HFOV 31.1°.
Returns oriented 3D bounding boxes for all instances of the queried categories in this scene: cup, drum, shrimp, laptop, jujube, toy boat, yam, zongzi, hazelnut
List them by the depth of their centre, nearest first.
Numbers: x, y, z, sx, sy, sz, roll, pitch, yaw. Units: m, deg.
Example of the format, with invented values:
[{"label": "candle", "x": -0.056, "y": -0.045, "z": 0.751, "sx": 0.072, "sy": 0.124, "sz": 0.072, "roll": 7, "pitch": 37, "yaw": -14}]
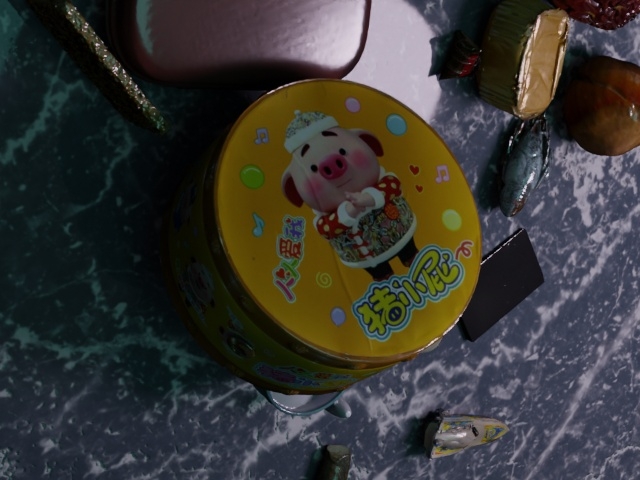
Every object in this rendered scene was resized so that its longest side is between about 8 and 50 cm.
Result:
[{"label": "drum", "x": 0.000, "y": 0.000, "z": 1.614, "sx": 0.431, "sy": 0.214, "sz": 0.431, "roll": 10, "pitch": 66, "yaw": -25}, {"label": "cup", "x": -0.052, "y": 0.164, "z": 1.784, "sx": 0.167, "sy": 0.173, "sz": 0.299, "roll": -43, "pitch": 122, "yaw": -12}, {"label": "zongzi", "x": 0.238, "y": -0.292, "z": 1.899, "sx": 0.073, "sy": 0.067, "sz": 0.083, "roll": 11, "pitch": 119, "yaw": -47}, {"label": "jujube", "x": 0.448, "y": -0.442, "z": 1.910, "sx": 0.236, "sy": 0.168, "sz": 0.168, "roll": 38, "pitch": 84, "yaw": -39}, {"label": "shrimp", "x": 0.367, "y": -0.150, "z": 2.016, "sx": 0.090, "sy": 0.079, "sz": 0.232, "roll": 19, "pitch": 91, "yaw": 1}, {"label": "yam", "x": 0.004, "y": 0.491, "z": 2.016, "sx": 0.061, "sy": 0.061, "sz": 0.274, "roll": 6, "pitch": 103, "yaw": -35}, {"label": "hazelnut", "x": 0.522, "y": -0.236, "z": 2.029, "sx": 0.182, "sy": 0.182, "sz": 0.182, "roll": -12, "pitch": 113, "yaw": -30}, {"label": "laptop", "x": 0.322, "y": 0.081, "z": 2.106, "sx": 0.197, "sy": 0.016, "sz": 0.135, "roll": -36, "pitch": 122, "yaw": -19}, {"label": "toy boat", "x": 0.273, "y": 0.354, "z": 2.140, "sx": 0.210, "sy": 0.066, "sz": 0.084, "roll": 1, "pitch": 108, "yaw": -35}]

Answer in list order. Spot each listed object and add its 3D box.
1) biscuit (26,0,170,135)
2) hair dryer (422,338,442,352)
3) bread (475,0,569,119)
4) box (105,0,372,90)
[{"label": "biscuit", "x": -0.292, "y": -0.230, "z": 1.511, "sx": 0.025, "sy": 0.131, "sz": 0.231, "roll": -48, "pitch": 124, "yaw": -14}, {"label": "hair dryer", "x": 0.105, "y": 0.012, "z": 1.882, "sx": 0.203, "sy": 0.128, "sz": 0.361, "roll": -1, "pitch": 100, "yaw": -32}, {"label": "bread", "x": 0.332, "y": -0.306, "z": 1.913, "sx": 0.132, "sy": 0.114, "sz": 0.190, "roll": -8, "pitch": 120, "yaw": -41}, {"label": "box", "x": -0.107, "y": -0.337, "z": 1.606, "sx": 0.404, "sy": 0.108, "sz": 0.263, "roll": -2, "pitch": 108, "yaw": -33}]
